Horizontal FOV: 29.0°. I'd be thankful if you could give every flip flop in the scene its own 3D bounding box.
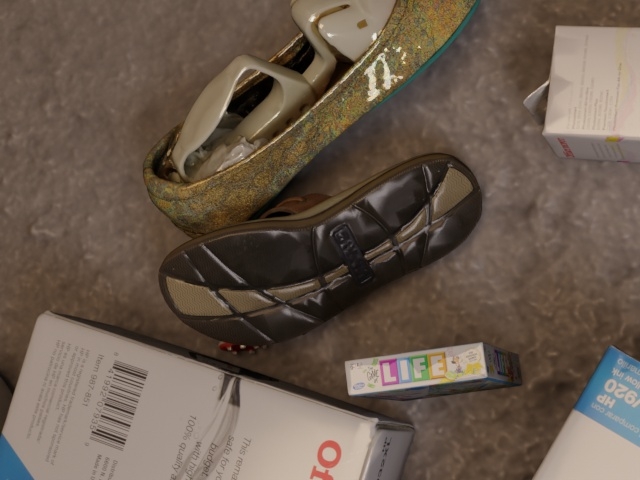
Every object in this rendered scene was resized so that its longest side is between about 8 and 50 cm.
[{"bbox_3d":[0.000,0.000,1.039,0.277,0.080,0.112,-25,113,0],"label":"flip flop"}]

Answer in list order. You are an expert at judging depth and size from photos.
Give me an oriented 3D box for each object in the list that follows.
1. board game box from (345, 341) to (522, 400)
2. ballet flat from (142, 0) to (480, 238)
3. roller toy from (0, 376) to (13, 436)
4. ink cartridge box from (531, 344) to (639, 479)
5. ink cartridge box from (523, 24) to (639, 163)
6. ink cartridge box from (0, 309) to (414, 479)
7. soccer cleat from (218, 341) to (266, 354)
[{"bbox_3d":[0.091,0.103,0.952,0.103,0.154,0.026,-10,79,16],"label":"board game box"},{"bbox_3d":[-0.012,-0.139,1.037,0.348,0.123,0.123,-43,71,9],"label":"ballet flat"},{"bbox_3d":[-0.378,0.189,1.099,0.209,0.146,0.191,-32,72,12],"label":"roller toy"},{"bbox_3d":[0.227,0.220,0.879,0.168,0.171,0.232,30,91,20],"label":"ink cartridge box"},{"bbox_3d":[0.237,-0.113,0.971,0.143,0.092,0.090,6,83,19],"label":"ink cartridge box"},{"bbox_3d":[-0.106,0.209,1.014,0.307,0.129,0.223,16,86,20],"label":"ink cartridge box"},{"bbox_3d":[-0.050,0.074,1.073,0.083,0.029,0.035,-20,67,11],"label":"soccer cleat"}]
